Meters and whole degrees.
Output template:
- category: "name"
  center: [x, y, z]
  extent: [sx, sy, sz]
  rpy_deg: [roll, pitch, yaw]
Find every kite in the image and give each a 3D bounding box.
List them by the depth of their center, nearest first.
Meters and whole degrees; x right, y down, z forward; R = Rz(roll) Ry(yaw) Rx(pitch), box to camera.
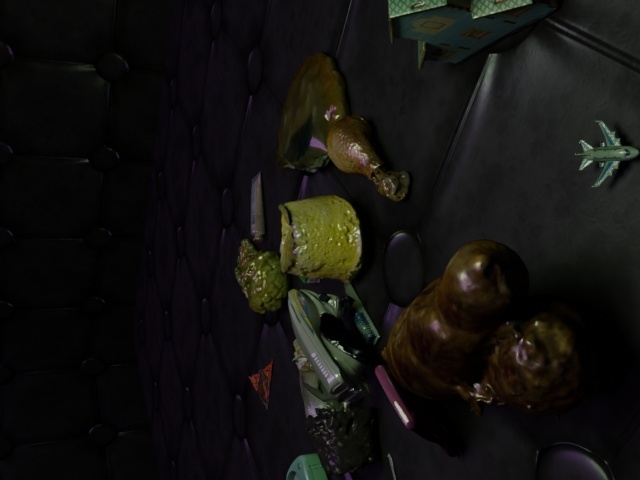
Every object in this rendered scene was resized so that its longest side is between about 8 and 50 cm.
- category: "kite"
  center: [-0.168, 0.438, 1.857]
  extent: [0.222, 0.008, 0.125]
  rpy_deg: [-44, 52, 56]

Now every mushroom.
- category: "mushroom"
  center: [-0.006, 0.344, 1.406]
  extent: [0.092, 0.081, 0.224]
  rpy_deg: [176, 80, -77]

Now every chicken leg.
- category: "chicken leg"
  center: [0.092, -0.158, 1.235]
  extent: [0.251, 0.087, 0.107]
  rpy_deg: [52, 147, 43]

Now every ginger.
- category: "ginger"
  center: [0.218, 0.149, 0.858]
  extent: [0.254, 0.176, 0.418]
  rpy_deg: [42, 158, 4]

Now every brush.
- category: "brush"
  center: [0.078, 0.149, 1.325]
  extent: [0.179, 0.030, 0.033]
  rpy_deg: [-118, 27, -43]

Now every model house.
- category: "model house"
  center: [0.180, -0.372, 0.904]
  extent: [0.271, 0.206, 0.178]
  rpy_deg: [175, 94, -65]

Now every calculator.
- category: "calculator"
  center: [0.161, 0.273, 1.011]
  extent: [0.034, 0.190, 0.127]
  rpy_deg: [-39, 46, 9]

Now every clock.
- category: "clock"
  center: [-0.035, 0.614, 1.525]
  extent: [0.189, 0.060, 0.148]
  rpy_deg: [-60, 39, 47]

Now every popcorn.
- category: "popcorn"
  center: [-0.150, 0.108, 1.690]
  extent: [0.173, 0.142, 0.174]
  rpy_deg: [39, 145, 35]

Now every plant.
- category: "plant"
  center: [0.042, 0.372, 1.292]
  extent: [0.131, 0.142, 0.203]
  rpy_deg: [119, 134, -61]

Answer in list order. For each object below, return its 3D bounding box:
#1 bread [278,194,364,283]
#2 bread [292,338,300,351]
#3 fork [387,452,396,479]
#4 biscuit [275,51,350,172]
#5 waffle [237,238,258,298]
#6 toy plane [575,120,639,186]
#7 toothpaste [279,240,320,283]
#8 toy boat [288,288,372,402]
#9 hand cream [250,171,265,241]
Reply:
- category: "bread"
  center: [0.002, -0.004, 1.323]
  extent: [0.197, 0.170, 0.197]
  rpy_deg: [176, 90, -76]
- category: "bread"
  center: [0.016, 0.238, 1.470]
  extent: [0.139, 0.084, 0.074]
  rpy_deg: [-40, 48, 19]
- category: "fork"
  center: [0.146, 0.469, 1.210]
  extent: [0.016, 0.012, 0.115]
  rpy_deg: [-50, 42, 48]
- category: "biscuit"
  center: [-0.033, -0.268, 1.500]
  extent: [0.335, 0.078, 0.329]
  rpy_deg: [124, 142, -46]
- category: "waffle"
  center: [-0.220, 0.091, 1.932]
  extent: [0.183, 0.036, 0.169]
  rpy_deg: [-125, 40, -53]
- category: "toy plane"
  center: [0.349, -0.104, 0.757]
  extent: [0.083, 0.033, 0.080]
  rpy_deg: [9, 98, 57]
- category: "toothpaste"
  center: [-0.052, 0.052, 1.575]
  extent: [0.178, 0.043, 0.037]
  rpy_deg: [-135, 47, -55]
- category: "toy boat"
  center: [0.022, 0.188, 1.262]
  extent: [0.141, 0.140, 0.270]
  rpy_deg: [117, 145, -43]
- category: "hand cream"
  center: [-0.188, -0.097, 1.863]
  extent: [0.067, 0.043, 0.210]
  rpy_deg: [-35, 54, 57]
